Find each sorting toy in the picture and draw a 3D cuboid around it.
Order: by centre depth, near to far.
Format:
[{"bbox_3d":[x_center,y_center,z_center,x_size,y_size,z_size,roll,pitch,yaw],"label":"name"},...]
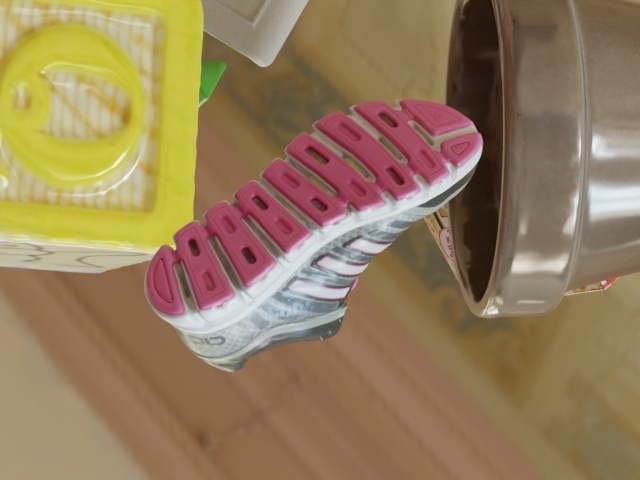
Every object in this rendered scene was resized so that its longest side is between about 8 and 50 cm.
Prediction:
[{"bbox_3d":[-0.089,-0.269,1.669,0.196,0.348,0.047,33,-20,-11],"label":"sorting toy"}]

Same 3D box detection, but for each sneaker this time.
[{"bbox_3d":[0.000,0.000,0.858,0.063,0.170,0.075,44,-21,32],"label":"sneaker"}]

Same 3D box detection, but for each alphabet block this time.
[{"bbox_3d":[-0.207,-0.082,1.379,0.197,0.192,0.193,169,-77,-65],"label":"alphabet block"}]

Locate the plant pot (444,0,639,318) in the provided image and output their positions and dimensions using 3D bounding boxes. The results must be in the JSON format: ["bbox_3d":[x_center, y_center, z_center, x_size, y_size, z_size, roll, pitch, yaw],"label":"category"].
[{"bbox_3d":[0.221,-0.078,1.403,0.263,0.229,0.263,178,-90,-84],"label":"plant pot"}]

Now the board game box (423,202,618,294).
[{"bbox_3d":[0.183,-0.014,1.811,0.193,0.045,0.147,-12,-70,55],"label":"board game box"}]
